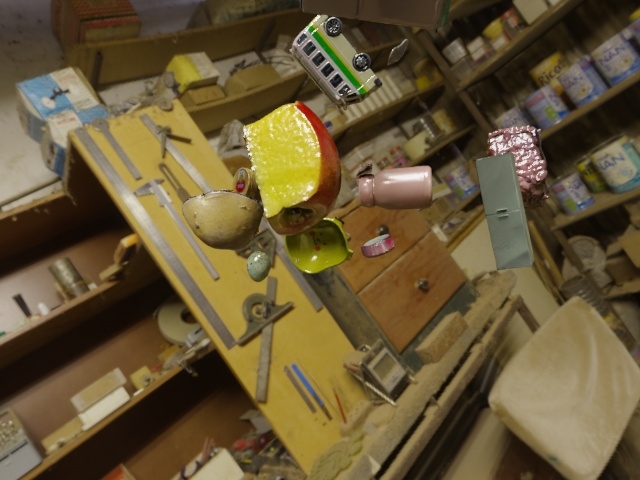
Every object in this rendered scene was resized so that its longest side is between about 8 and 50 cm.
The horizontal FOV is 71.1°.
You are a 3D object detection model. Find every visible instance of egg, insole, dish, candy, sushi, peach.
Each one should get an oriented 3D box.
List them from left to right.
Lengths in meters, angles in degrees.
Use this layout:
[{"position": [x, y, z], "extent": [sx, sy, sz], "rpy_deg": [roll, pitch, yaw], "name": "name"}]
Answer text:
[{"position": [-0.215, 0.092, 1.567], "extent": [0.085, 0.110, 0.085], "rpy_deg": [-1, 7, 0], "name": "egg"}, {"position": [-0.069, -0.216, 1.253], "extent": [0.243, 0.380, 0.306], "rpy_deg": [-23, -19, 6], "name": "peach"}, {"position": [0.000, 0.000, 1.723], "extent": [0.263, 0.221, 0.108], "rpy_deg": [-14, 18, 23], "name": "dish"}, {"position": [0.171, 0.017, 1.326], "extent": [0.103, 0.043, 0.103], "rpy_deg": [-22, 9, 4], "name": "candy"}, {"position": [0.237, -0.572, 1.362], "extent": [0.193, 0.006, 0.065], "rpy_deg": [-51, -14, -51], "name": "insole"}, {"position": [0.613, -0.224, 1.402], "extent": [0.171, 0.269, 0.236], "rpy_deg": [-4, -18, 23], "name": "sushi"}]

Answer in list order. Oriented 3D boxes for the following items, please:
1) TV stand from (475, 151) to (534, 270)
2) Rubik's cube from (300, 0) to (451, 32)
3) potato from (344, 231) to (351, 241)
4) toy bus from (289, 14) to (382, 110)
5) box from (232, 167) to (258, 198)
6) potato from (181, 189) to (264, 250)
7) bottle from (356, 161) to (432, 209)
[{"position": [0.445, -0.070, 1.077], "extent": [0.083, 0.269, 0.088], "rpy_deg": [-12, 1, 29], "name": "TV stand"}, {"position": [0.094, -0.470, 0.627], "extent": [0.224, 0.222, 0.231], "rpy_deg": [89, -169, -64], "name": "Rubik's cube"}, {"position": [0.084, -0.018, 1.828], "extent": [0.045, 0.092, 0.046], "rpy_deg": [-111, 35, -77], "name": "potato"}, {"position": [0.052, -0.588, 1.505], "extent": [0.179, 0.305, 0.143], "rpy_deg": [-41, 10, 6], "name": "toy bus"}, {"position": [-0.236, -0.174, 1.401], "extent": [0.037, 0.105, 0.105], "rpy_deg": [7, -32, -41], "name": "box"}, {"position": [-0.247, -0.032, 1.137], "extent": [0.202, 0.117, 0.182], "rpy_deg": [16, -32, -33], "name": "potato"}, {"position": [0.299, -0.223, 1.811], "extent": [0.297, 0.206, 0.173], "rpy_deg": [-2, 29, 15], "name": "bottle"}]
